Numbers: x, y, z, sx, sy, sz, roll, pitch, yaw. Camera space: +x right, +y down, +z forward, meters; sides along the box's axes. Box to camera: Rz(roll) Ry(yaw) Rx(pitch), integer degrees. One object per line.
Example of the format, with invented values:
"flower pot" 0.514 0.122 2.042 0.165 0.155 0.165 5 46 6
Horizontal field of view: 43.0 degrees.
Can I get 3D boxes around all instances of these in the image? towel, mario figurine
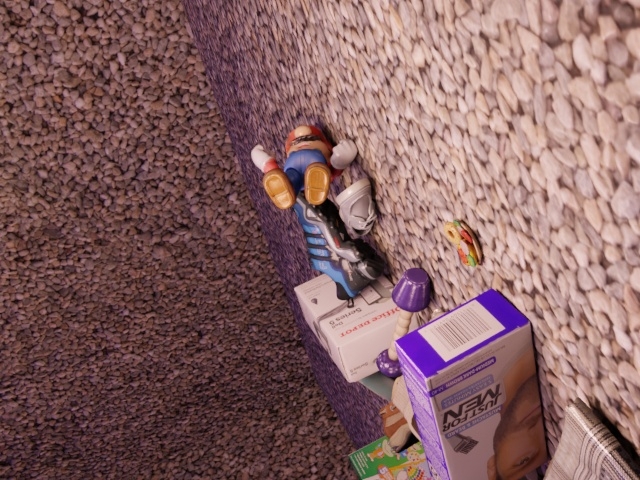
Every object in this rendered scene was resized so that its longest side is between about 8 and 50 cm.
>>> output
"towel" 0.418 0.411 1.128 0.312 0.056 0.324 55 165 35
"mario figurine" -0.040 -0.178 1.691 0.198 0.170 0.320 25 -161 -5

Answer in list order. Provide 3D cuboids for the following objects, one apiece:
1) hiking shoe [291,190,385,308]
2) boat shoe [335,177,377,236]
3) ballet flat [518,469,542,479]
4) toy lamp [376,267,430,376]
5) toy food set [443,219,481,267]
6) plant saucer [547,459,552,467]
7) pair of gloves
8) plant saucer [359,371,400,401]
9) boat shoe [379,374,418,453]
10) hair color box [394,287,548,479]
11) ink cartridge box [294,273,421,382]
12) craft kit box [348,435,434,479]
"hiking shoe" 0.000 0.000 1.801 0.304 0.132 0.113 50 -156 20
"boat shoe" 0.085 -0.062 1.684 0.081 0.079 0.227 55 174 12
"ballet flat" 0.333 0.375 1.489 0.248 0.086 0.086 59 168 22
"toy lamp" 0.169 0.167 1.641 0.080 0.080 0.275 56 151 40
"toy food set" 0.224 0.005 1.268 0.083 0.020 0.082 66 170 -3
"plant saucer" 0.402 0.397 1.329 0.083 0.013 0.083 60 168 21
"pair of gloves" 0.213 0.255 1.509 0.240 0.042 0.204 -68 28 16
"plant saucer" 0.129 0.292 1.994 0.317 0.044 0.317 34 -169 -7
"boat shoe" 0.198 0.325 1.670 0.120 0.122 0.324 56 144 23
"hair color box" 0.249 0.263 1.298 0.110 0.185 0.339 50 163 50
"ink cartridge box" 0.087 0.173 1.863 0.273 0.198 0.115 49 160 55
"craft kit box" 0.232 0.577 1.967 0.250 0.246 0.061 57 165 33
